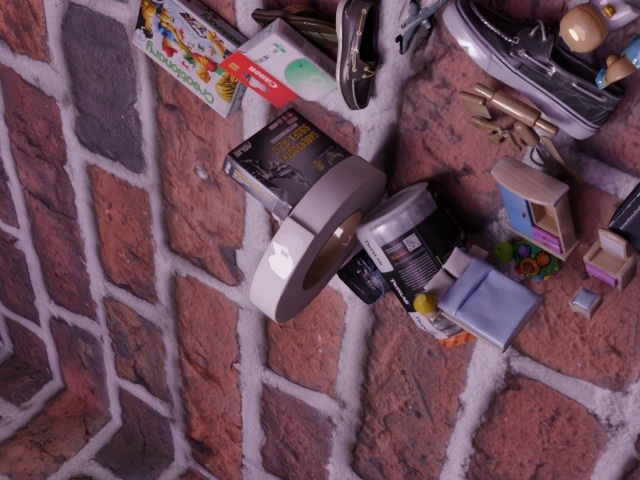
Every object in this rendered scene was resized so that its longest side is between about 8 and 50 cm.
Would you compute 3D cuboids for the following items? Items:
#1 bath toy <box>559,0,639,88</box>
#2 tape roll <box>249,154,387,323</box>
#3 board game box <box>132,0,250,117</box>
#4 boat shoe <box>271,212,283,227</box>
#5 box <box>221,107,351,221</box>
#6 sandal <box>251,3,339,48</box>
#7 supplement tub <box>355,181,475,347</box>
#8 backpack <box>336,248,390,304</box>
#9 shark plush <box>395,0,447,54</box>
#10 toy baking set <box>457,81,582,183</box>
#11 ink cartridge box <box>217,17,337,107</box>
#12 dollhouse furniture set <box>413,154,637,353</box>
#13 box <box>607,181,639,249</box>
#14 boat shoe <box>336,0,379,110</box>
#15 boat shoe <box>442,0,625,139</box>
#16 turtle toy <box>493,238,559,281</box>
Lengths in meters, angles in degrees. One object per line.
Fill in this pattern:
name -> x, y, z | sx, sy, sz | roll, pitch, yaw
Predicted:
bath toy -> 0.389, -0.409, 1.199 | 0.348, 0.151, 0.129 | 56, 160, -2
tape roll -> 0.000, 0.000, 1.626 | 0.072, 0.392, 0.392 | 36, 137, 12
board game box -> -0.291, -0.447, 1.783 | 0.305, 0.053, 0.193 | 39, 138, 9
boat shoe -> -0.077, -0.082, 1.846 | 0.096, 0.098, 0.277 | 9, 126, 34
box -> -0.071, -0.167, 1.677 | 0.183, 0.231, 0.056 | 39, 141, 10
sandal -> -0.042, -0.445, 1.574 | 0.219, 0.060, 0.090 | 21, 171, 32
supplement tub -> 0.230, 0.053, 1.621 | 0.193, 0.193, 0.316 | -25, 102, 47
backpack -> 0.114, 0.083, 1.820 | 0.114, 0.084, 0.105 | 50, 139, 5
shark plush -> 0.178, -0.400, 1.433 | 0.067, 0.073, 0.161 | 15, 131, -9
toy baking set -> 0.360, -0.194, 1.384 | 0.256, 0.030, 0.197 | 33, 175, 21
ink cartridge box -> -0.091, -0.349, 1.633 | 0.181, 0.056, 0.224 | 32, 144, -30
dollhouse furniture set -> 0.342, 0.058, 1.375 | 0.286, 0.303, 0.198 | 35, 169, 37
box -> 0.619, -0.035, 1.297 | 0.207, 0.108, 0.153 | 38, 138, 11
boat shoe -> 0.078, -0.358, 1.523 | 0.068, 0.081, 0.228 | 18, 128, 34
boat shoe -> 0.364, -0.316, 1.311 | 0.335, 0.121, 0.119 | 36, 131, -4
turtle toy -> 0.411, 0.035, 1.551 | 0.130, 0.066, 0.095 | 23, 132, 25
